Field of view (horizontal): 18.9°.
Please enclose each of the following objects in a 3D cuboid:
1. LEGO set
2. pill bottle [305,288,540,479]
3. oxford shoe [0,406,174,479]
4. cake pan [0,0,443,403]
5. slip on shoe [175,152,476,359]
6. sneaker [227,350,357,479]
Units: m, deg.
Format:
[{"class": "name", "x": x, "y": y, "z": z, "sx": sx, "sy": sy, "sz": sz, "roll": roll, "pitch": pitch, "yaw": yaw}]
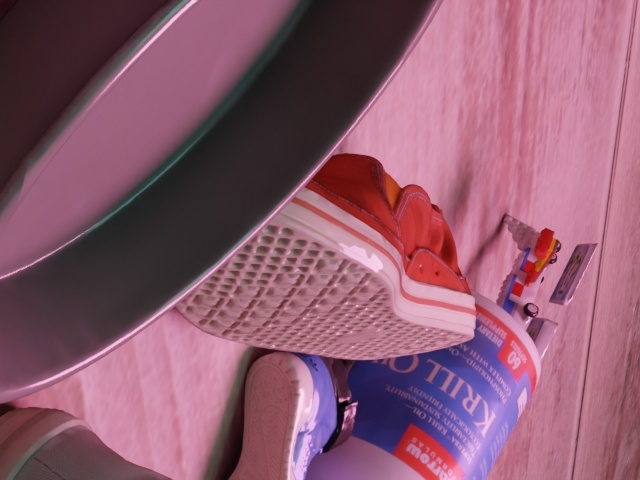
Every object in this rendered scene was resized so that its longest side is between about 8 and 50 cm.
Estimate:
[{"class": "LEGO set", "x": 0.140, "y": 0.073, "z": 1.492, "sx": 0.182, "sy": 0.060, "sz": 0.244, "roll": -63, "pitch": 180, "yaw": 0}, {"class": "pill bottle", "x": 0.050, "y": 0.143, "z": 1.290, "sx": 0.221, "sy": 0.124, "sz": 0.124, "roll": -57, "pitch": 158, "yaw": -31}, {"class": "oxford shoe", "x": -0.111, "y": 0.264, "z": 0.991, "sx": 0.169, "sy": 0.130, "sz": 0.449, "roll": -54, "pitch": 158, "yaw": -39}, {"class": "cake pan", "x": -0.056, "y": -0.056, "z": 0.765, "sx": 0.293, "sy": 0.054, "sz": 0.293, "roll": -43, "pitch": 167, "yaw": -12}, {"class": "slip on shoe", "x": 0.000, "y": 0.000, "z": 1.062, "sx": 0.331, "sy": 0.123, "sz": 0.101, "roll": 21, "pitch": 58, "yaw": -66}, {"class": "sneaker", "x": -0.020, "y": 0.138, "z": 1.198, "sx": 0.085, "sy": 0.058, "sz": 0.152, "roll": -9, "pitch": 112, "yaw": -58}]
